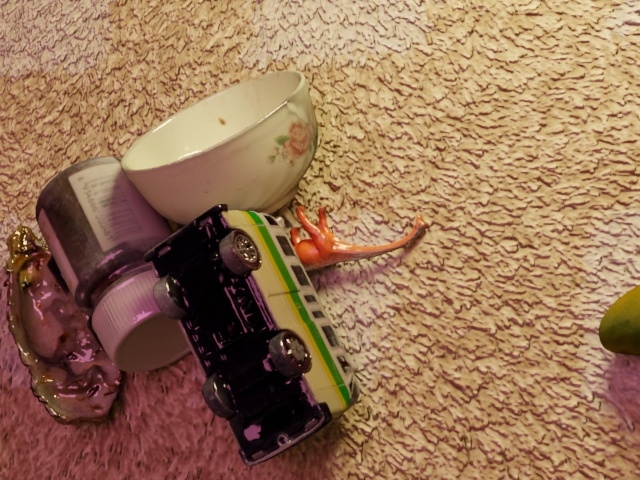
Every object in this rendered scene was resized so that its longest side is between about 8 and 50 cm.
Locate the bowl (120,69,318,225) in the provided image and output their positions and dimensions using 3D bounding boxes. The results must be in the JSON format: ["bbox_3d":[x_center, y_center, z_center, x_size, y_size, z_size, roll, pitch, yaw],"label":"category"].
[{"bbox_3d":[-0.119,-0.106,1.977,0.277,0.145,0.277,-21,20,8],"label":"bowl"}]

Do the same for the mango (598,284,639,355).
[{"bbox_3d":[0.423,0.088,1.722,0.191,0.085,0.122,9,59,41],"label":"mango"}]

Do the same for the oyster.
[{"bbox_3d":[-0.375,0.119,2.084,0.129,0.078,0.345,-23,59,-9],"label":"oyster"}]

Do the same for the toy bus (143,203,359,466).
[{"bbox_3d":[-0.074,0.116,1.862,0.143,0.179,0.305,-34,76,26],"label":"toy bus"}]

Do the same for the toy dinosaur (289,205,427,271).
[{"bbox_3d":[0.002,0.001,1.971,0.280,0.055,0.101,-23,74,14],"label":"toy dinosaur"}]

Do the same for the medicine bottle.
[{"bbox_3d":[-0.272,0.031,2.014,0.165,0.165,0.273,-35,62,8],"label":"medicine bottle"}]
